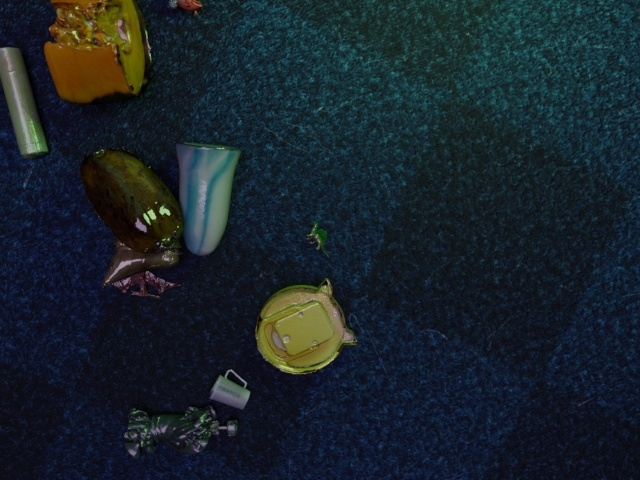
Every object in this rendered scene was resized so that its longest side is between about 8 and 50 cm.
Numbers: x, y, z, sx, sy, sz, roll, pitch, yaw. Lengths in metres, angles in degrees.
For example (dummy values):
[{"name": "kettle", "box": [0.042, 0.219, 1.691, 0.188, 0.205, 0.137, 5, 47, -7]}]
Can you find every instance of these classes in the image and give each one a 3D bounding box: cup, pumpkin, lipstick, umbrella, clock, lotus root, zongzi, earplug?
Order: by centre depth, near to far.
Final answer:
[{"name": "pumpkin", "box": [-0.589, -0.522, 1.427, 0.225, 0.256, 0.304, 2, 73, 1]}, {"name": "lotus root", "box": [-0.518, -0.109, 1.475, 0.195, 0.179, 0.397, -34, 72, -21]}, {"name": "lipstick", "box": [-0.850, -0.388, 1.515, 0.076, 0.076, 0.305, -11, 96, -2]}, {"name": "earplug", "box": [-0.333, -0.112, 1.531, 0.184, 0.185, 0.324, 6, 101, -4]}, {"name": "zongzi", "box": [-0.516, 0.070, 1.542, 0.194, 0.099, 0.198, 16, 63, -7]}, {"name": "clock", "box": [-0.055, 0.269, 1.635, 0.293, 0.071, 0.277, -19, 101, -1]}, {"name": "umbrella", "box": [-0.430, 0.586, 1.640, 0.348, 0.094, 0.143, 1, 101, -5]}, {"name": "cup", "box": [-0.278, 0.460, 1.652, 0.116, 0.074, 0.104, 26, 66, -9]}]

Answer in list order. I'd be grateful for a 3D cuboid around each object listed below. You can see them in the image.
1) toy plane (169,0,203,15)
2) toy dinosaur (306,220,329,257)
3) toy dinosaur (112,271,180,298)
[{"name": "toy plane", "box": [-0.420, -0.699, 1.493, 0.194, 0.126, 0.077, 15, 123, -6]}, {"name": "toy dinosaur", "box": [0.000, -0.001, 1.633, 0.060, 0.029, 0.120, -39, 99, -14]}, {"name": "toy dinosaur", "box": [-0.536, 0.124, 1.612, 0.220, 0.032, 0.108, 2, 94, -6]}]
